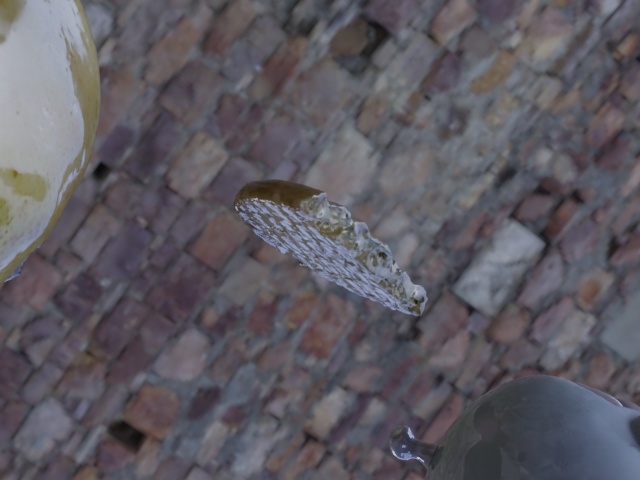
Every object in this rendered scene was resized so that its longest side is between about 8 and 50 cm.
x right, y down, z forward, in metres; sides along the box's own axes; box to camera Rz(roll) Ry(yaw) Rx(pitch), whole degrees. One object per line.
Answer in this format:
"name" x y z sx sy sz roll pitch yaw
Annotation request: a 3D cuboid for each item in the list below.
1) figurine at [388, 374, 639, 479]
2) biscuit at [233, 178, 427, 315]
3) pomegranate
"figurine" 0.217 0.242 0.995 0.253 0.211 0.361 -57 -153 8
"biscuit" 0.001 -0.001 1.103 0.144 0.224 0.033 16 -107 40
"pomegranate" -0.376 -0.098 1.058 0.417 0.416 0.417 -48 -163 20
